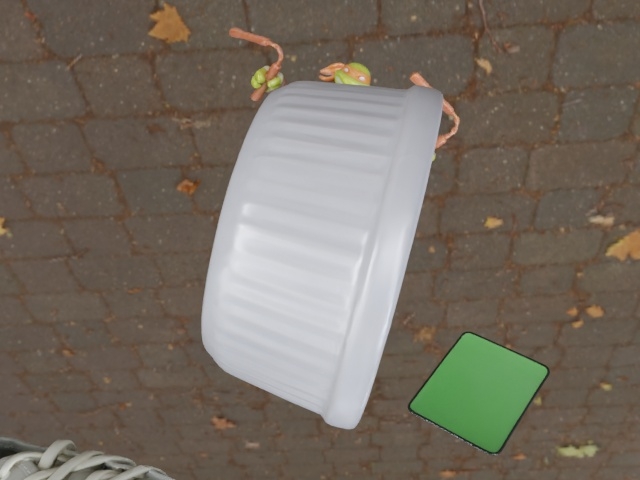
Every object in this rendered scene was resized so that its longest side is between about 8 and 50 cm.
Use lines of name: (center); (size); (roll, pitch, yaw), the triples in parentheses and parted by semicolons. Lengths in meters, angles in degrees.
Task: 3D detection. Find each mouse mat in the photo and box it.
mouse mat: (0.242, 0.225, 1.105); (0.152, 0.189, 0.007); (24, 139, 30)

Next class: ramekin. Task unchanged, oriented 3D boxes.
ramekin: (0.000, 0.000, 0.572); (0.127, 0.273, 0.273); (15, 143, 2)

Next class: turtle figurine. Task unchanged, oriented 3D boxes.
turtle figurine: (0.001, -0.112, 0.806); (0.269, 0.087, 0.217); (24, 109, 9)

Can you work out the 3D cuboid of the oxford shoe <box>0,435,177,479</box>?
oxford shoe: (-0.184, 0.222, 0.548); (0.449, 0.130, 0.169); (-6, -178, 39)
